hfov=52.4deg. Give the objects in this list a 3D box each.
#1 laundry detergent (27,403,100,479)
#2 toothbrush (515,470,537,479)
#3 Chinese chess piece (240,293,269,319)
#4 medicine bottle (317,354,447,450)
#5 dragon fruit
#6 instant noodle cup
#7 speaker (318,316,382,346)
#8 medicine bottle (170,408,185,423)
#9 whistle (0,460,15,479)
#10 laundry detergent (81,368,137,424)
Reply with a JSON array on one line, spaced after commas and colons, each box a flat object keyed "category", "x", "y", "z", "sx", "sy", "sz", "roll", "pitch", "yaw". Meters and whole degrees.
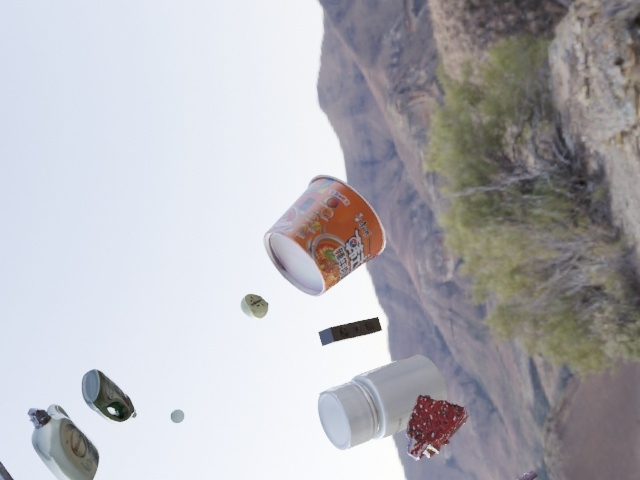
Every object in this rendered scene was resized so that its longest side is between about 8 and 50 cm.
[{"category": "laundry detergent", "x": -0.784, "y": 0.598, "z": 1.964, "sx": 0.280, "sy": 0.105, "sz": 0.215, "roll": 62, "pitch": 180, "yaw": -22}, {"category": "toothbrush", "x": 0.308, "y": 0.509, "z": 1.252, "sx": 0.354, "sy": 0.024, "sz": 0.029, "roll": -10, "pitch": -108, "yaw": -38}, {"category": "Chinese chess piece", "x": -0.189, "y": 0.189, "z": 1.865, "sx": 0.034, "sy": 0.084, "sz": 0.084, "roll": -57, "pitch": 8, "yaw": 25}, {"category": "medicine bottle", "x": 0.130, "y": 0.336, "z": 1.357, "sx": 0.145, "sy": 0.252, "sz": 0.144, "roll": 24, "pitch": 119, "yaw": 52}, {"category": "dragon fruit", "x": 0.203, "y": 0.351, "z": 1.170, "sx": 0.131, "sy": 0.097, "sz": 0.063, "roll": -56, "pitch": -22, "yaw": -43}, {"category": "instant noodle cup", "x": 0.000, "y": 0.000, "z": 1.533, "sx": 0.192, "sy": 0.250, "sz": 0.250, "roll": -42, "pitch": -42, "yaw": -26}, {"category": "speaker", "x": 0.076, "y": 0.227, "z": 1.626, "sx": 0.191, "sy": 0.046, "sz": 0.040, "roll": -5, "pitch": -108, "yaw": -47}, {"category": "medicine bottle", "x": -0.473, "y": 0.584, "z": 2.157, "sx": 0.083, "sy": 0.047, "sz": 0.047, "roll": 118, "pitch": 149, "yaw": -71}, {"category": "whistle", "x": -0.872, "y": 0.650, "z": 1.791, "sx": 0.176, "sy": 0.033, "sz": 0.033, "roll": 47, "pitch": -175, "yaw": 10}, {"category": "laundry detergent", "x": -0.576, "y": 0.453, "z": 1.804, "sx": 0.137, "sy": 0.063, "sz": 0.210, "roll": 58, "pitch": 178, "yaw": 46}]
